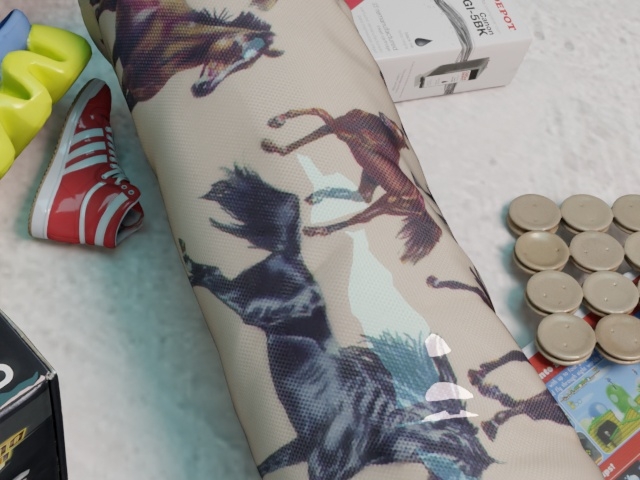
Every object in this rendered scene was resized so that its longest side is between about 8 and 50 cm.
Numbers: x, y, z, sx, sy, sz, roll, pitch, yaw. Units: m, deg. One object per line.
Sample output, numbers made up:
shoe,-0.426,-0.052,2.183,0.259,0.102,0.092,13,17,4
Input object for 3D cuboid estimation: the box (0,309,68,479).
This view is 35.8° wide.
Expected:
box,-0.215,0.138,0.429,0.220,0.175,0.051,-37,72,-29

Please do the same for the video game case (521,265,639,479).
video game case,0.240,0.162,0.609,0.204,0.025,0.285,-30,70,-27

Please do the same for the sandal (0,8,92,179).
sandal,-0.257,-0.038,0.541,0.138,0.126,0.317,39,46,-21

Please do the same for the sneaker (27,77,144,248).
sneaker,-0.137,-0.048,0.638,0.067,0.042,0.118,13,65,0

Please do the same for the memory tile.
memory tile,0.188,0.023,0.661,0.113,0.012,0.148,-1,47,-2

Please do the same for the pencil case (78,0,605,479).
pencil case,0.000,0.000,0.564,0.160,0.183,0.410,-29,69,12

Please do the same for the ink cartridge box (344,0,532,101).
ink cartridge box,0.076,-0.162,0.747,0.135,0.056,0.099,-12,62,-19
